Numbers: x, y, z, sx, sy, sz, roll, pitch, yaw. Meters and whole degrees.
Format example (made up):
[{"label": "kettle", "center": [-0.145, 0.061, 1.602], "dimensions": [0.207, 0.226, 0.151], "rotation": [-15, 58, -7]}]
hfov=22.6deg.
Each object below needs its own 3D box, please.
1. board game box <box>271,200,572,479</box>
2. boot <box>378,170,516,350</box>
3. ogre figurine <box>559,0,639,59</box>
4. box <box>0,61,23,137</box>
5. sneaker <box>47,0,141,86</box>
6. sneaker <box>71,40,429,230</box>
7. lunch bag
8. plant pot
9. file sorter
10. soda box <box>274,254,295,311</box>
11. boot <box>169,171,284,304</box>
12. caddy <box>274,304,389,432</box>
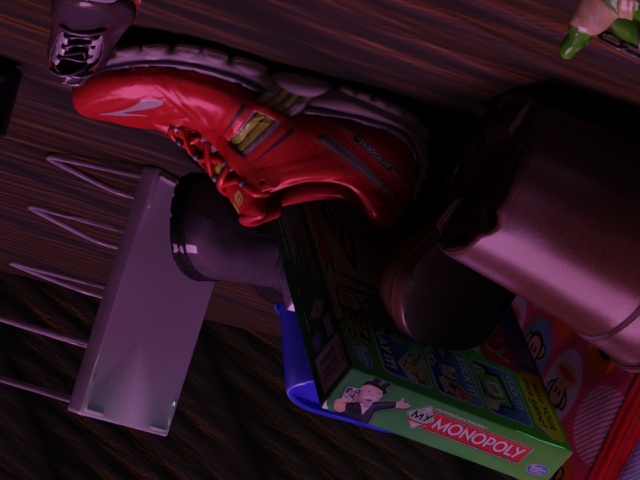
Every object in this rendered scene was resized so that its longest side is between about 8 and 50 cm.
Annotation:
[{"label": "board game box", "center": [0.067, 0.042, 1.292], "dimensions": [0.214, 0.046, 0.317], "rotation": [22, -150, -28]}, {"label": "boot", "center": [0.103, 0.006, 1.266], "dimensions": [0.115, 0.112, 0.305], "rotation": [20, -160, 23]}, {"label": "ogre figurine", "center": [0.176, -0.107, 0.735], "dimensions": [0.118, 0.097, 0.197], "rotation": [29, 160, 16]}, {"label": "box", "center": [-0.457, -0.159, 1.425], "dimensions": [0.296, 0.073, 0.293], "rotation": [20, 169, -32]}, {"label": "sneaker", "center": [-0.161, -0.139, 1.105], "dimensions": [0.061, 0.064, 0.158], "rotation": [14, 172, -6]}, {"label": "sneaker", "center": [-0.058, -0.072, 1.202], "dimensions": [0.279, 0.118, 0.107], "rotation": [13, 170, 2]}, {"label": "lunch bag", "center": [0.248, 0.098, 1.373], "dimensions": [0.120, 0.258, 0.293], "rotation": [19, -166, -19]}, {"label": "plant pot", "center": [0.181, -0.016, 1.114], "dimensions": [0.165, 0.167, 0.167], "rotation": [25, 168, -17]}, {"label": "file sorter", "center": [-0.249, 0.057, 1.828], "dimensions": [0.173, 0.277, 0.193], "rotation": [14, 172, 26]}, {"label": "soda box", "center": [0.106, 0.039, 1.602], "dimensions": [0.286, 0.098, 0.091], "rotation": [14, -154, -17]}, {"label": "boot", "center": [0.000, 0.000, 1.702], "dimensions": [0.223, 0.118, 0.338], "rotation": [1, 172, 25]}, {"label": "caddy", "center": [0.102, 0.114, 1.992], "dimensions": [0.341, 0.179, 0.241], "rotation": [20, 145, -38]}]
